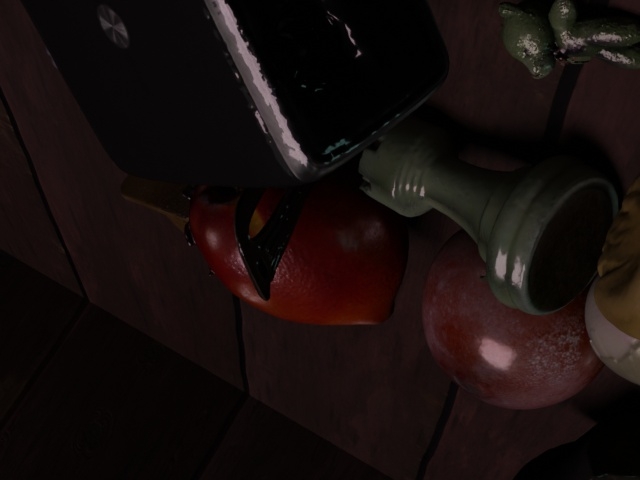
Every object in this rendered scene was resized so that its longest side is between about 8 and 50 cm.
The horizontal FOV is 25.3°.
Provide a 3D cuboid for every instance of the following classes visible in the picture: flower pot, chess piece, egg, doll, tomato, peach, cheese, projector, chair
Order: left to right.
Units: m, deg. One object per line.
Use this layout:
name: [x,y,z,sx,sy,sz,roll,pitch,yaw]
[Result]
projector: [-0.119,-0.270,1.434,0.405,0.242,0.395,5,129,55]
chair: [-0.068,-0.110,1.741,0.183,0.326,0.176,24,158,23]
peach: [0.000,0.000,2.003,0.361,0.258,0.201,42,164,-18]
chess piece: [0.191,-0.051,1.733,0.299,0.194,0.194,30,163,37]
tomato: [0.260,0.109,1.917,0.270,0.227,0.270,32,162,11]
doll: [0.249,-0.199,1.423,0.150,0.078,0.115,9,163,27]
flower pot: [0.495,0.410,2.226,0.379,0.379,0.251,27,140,15]
egg: [0.418,0.082,1.676,0.183,0.183,0.217,36,151,-9]
cheese: [0.379,0.008,1.510,0.117,0.214,0.226,31,155,-8]

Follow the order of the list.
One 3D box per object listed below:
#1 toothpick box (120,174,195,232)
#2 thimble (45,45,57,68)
toothpick box: [-0.131,-0.054,2.225,0.187,0.190,0.308,18,161,36]
thimble: [-0.236,-0.267,1.867,0.205,0.172,0.236,35,164,-17]
